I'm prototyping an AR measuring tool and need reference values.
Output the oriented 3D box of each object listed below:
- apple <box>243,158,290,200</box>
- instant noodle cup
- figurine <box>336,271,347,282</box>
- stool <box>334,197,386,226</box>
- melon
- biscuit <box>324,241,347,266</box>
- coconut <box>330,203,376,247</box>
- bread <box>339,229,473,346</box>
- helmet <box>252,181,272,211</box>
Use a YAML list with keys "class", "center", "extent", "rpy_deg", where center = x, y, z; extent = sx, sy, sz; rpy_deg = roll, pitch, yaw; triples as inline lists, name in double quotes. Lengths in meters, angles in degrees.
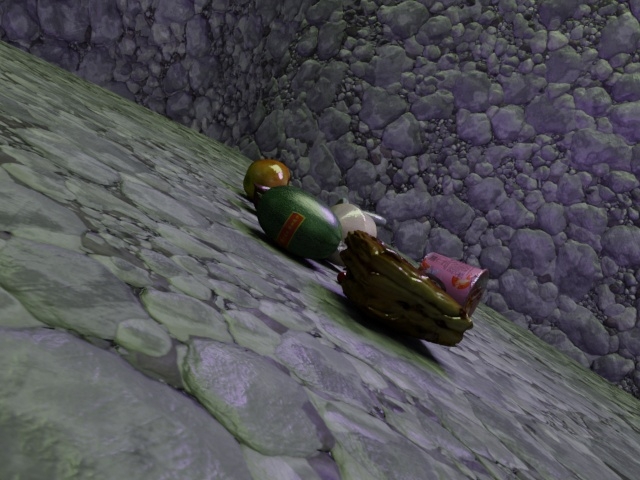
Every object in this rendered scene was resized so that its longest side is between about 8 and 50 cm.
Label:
- class: "apple"
  center: [-0.216, -0.232, 2.126]
  extent: [0.196, 0.196, 0.196]
  rpy_deg: [30, 7, -4]
- class: "instant noodle cup"
  center: [0.503, 0.176, 2.082]
  extent: [0.231, 0.243, 0.243]
  rpy_deg: [26, 4, 28]
- class: "figurine"
  center: [0.100, 0.111, 1.507]
  extent: [0.071, 0.067, 0.083]
  rpy_deg: [-2, 43, -38]
- class: "stool"
  center: [0.130, -0.047, 2.177]
  extent: [0.198, 0.195, 0.195]
  rpy_deg: [28, -6, -10]
- class: "melon"
  center: [-0.069, -0.058, 1.529]
  extent: [0.287, 0.182, 0.182]
  rpy_deg: [34, 8, 11]
- class: "biscuit"
  center: [0.000, 0.000, 1.680]
  extent: [0.265, 0.040, 0.188]
  rpy_deg: [35, -26, 10]
- class: "coconut"
  center: [0.095, -0.031, 1.952]
  extent: [0.202, 0.202, 0.222]
  rpy_deg: [35, 5, 34]
- class: "bread"
  center: [0.184, 0.130, 1.314]
  extent: [0.324, 0.167, 0.277]
  rpy_deg: [37, 4, -17]
- class: "helmet"
  center: [-0.180, -0.129, 1.869]
  extent: [0.175, 0.106, 0.155]
  rpy_deg: [24, 7, -29]
